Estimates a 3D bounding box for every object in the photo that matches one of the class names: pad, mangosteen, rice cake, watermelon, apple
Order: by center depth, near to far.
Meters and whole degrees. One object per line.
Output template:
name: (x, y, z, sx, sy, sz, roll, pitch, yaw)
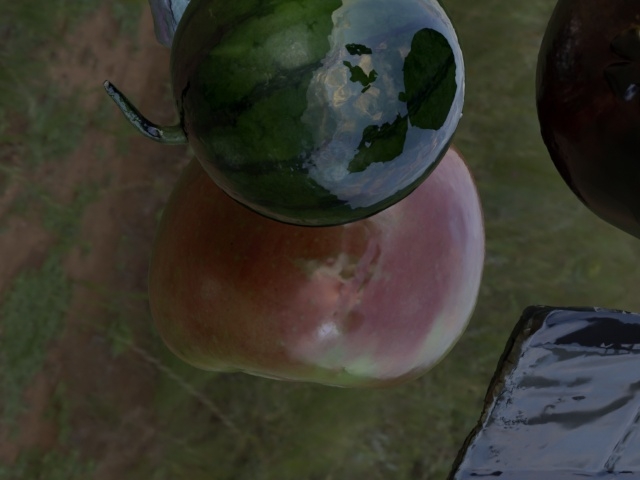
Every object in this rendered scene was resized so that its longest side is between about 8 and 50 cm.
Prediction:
pad: (0.197, 0.097, 0.770, 0.022, 0.233, 0.174, -103, -160, -44)
mangosteen: (0.265, -0.098, 0.837, 0.261, 0.235, 0.235, -2, 110, -52)
watermelon: (-0.013, -0.096, 0.875, 0.188, 0.214, 0.188, 62, 7, -13)
rice cake: (-0.144, -0.264, 1.178, 0.033, 0.033, 0.208, -37, 129, -37)
apple: (0.000, 0.000, 1.300, 0.319, 0.319, 0.277, 22, 75, -69)
